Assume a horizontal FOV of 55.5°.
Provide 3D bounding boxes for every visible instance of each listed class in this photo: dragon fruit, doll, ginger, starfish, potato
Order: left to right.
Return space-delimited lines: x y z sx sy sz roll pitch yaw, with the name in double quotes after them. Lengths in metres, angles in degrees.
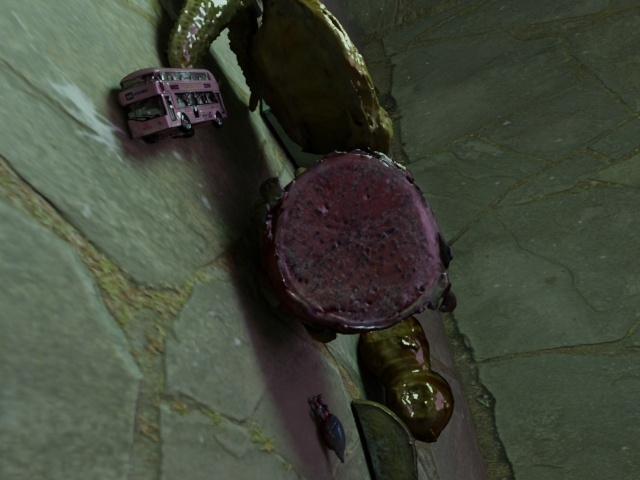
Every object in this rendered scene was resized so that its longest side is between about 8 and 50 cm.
-0.146 -0.387 1.057 0.432 0.082 0.324 -44 130 -71 "starfish"
0.018 0.306 0.993 0.114 0.039 0.057 63 -21 14 "doll"
0.028 0.029 1.008 0.314 0.296 0.263 61 -19 -2 "dragon fruit"
0.151 0.430 1.197 0.120 0.100 0.261 26 47 -69 "potato"
0.197 0.297 1.384 0.274 0.152 0.357 53 12 -55 "ginger"

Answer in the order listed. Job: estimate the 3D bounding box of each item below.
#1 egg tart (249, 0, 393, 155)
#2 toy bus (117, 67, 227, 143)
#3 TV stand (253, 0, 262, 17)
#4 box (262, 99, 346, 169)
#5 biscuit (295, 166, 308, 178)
-0.019 -0.262 1.027 0.352 0.150 0.352 53 -5 7 "egg tart"
-0.188 -0.180 0.801 0.203 0.063 0.090 -52 128 -71 "toy bus"
-0.202 -0.623 1.365 0.049 0.040 0.256 -86 153 -59 "TV stand"
-0.040 -0.300 1.396 0.225 0.117 0.225 57 21 -46 "box"
0.000 0.000 1.311 0.325 0.044 0.217 -89 154 -52 "biscuit"
